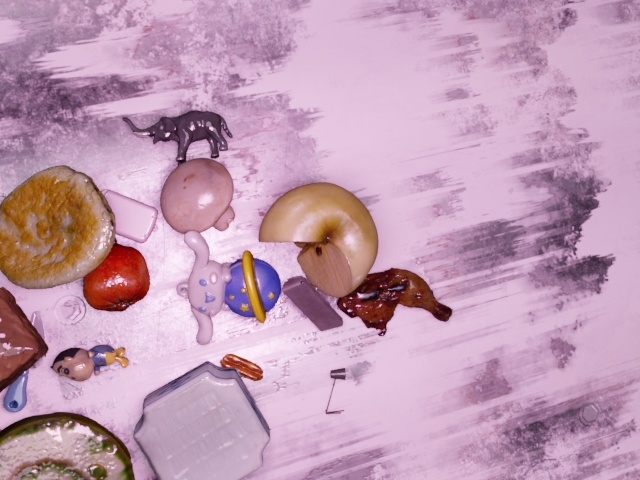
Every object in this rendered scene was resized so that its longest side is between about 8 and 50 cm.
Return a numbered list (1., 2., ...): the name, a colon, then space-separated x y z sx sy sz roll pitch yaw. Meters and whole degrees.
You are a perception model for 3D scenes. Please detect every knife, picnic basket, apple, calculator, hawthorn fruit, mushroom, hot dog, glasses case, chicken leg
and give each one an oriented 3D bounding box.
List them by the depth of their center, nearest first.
1. picnic basket: -0.808 0.217 1.396 0.291 0.254 0.321 -42 96 -19
2. knife: -0.709 0.296 1.536 0.058 0.032 0.244 16 80 -7
3. hawthorn fruit: -0.499 0.073 1.537 0.157 0.157 0.194 -6 65 -13
4. mushroom: -0.291 -0.097 1.578 0.204 0.204 0.204 1 87 -12
5. apple: 0.006 -0.020 1.589 0.295 0.258 0.233 36 79 -12
6. calculator: -0.494 -0.060 1.594 0.175 0.032 0.100 23 83 -11
7. glasses case: -0.018 0.164 1.634 0.190 0.072 0.042 50 41 -33
8. hot dog: -0.203 0.331 1.639 0.122 0.037 0.049 28 68 -8
9. chicken leg: 0.206 0.166 1.722 0.322 0.083 0.177 -11 98 -11

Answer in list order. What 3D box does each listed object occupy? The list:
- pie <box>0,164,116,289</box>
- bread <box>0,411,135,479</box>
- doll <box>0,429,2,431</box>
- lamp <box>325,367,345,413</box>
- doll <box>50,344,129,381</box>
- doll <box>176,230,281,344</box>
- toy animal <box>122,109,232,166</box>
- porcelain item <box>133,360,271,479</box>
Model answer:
1. pie: -0.632 -0.027 1.487 0.323 0.070 0.323 -4 72 12
2. bread: -0.628 0.591 1.457 0.382 0.129 0.366 -43 103 -17
3. doll: -0.883 0.512 1.423 0.303 0.156 0.201 -40 94 -16
4. lamp: 0.040 0.403 1.691 0.054 0.041 0.121 1 84 -4
5. doll: -0.565 0.299 1.539 0.179 0.102 0.089 -5 45 -9
6. doll: -0.230 0.087 1.578 0.242 0.159 0.311 -10 120 12
7. toy animal: -0.360 -0.261 1.612 0.269 0.082 0.137 -7 86 -9
8. porcelain item: -0.285 0.462 1.545 0.286 0.157 0.281 -31 96 -7
